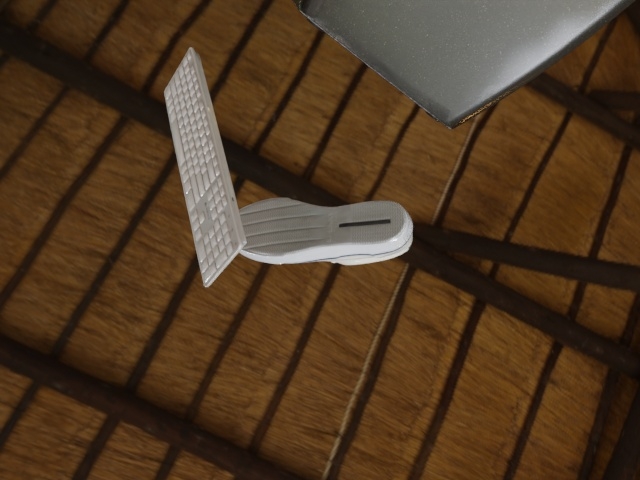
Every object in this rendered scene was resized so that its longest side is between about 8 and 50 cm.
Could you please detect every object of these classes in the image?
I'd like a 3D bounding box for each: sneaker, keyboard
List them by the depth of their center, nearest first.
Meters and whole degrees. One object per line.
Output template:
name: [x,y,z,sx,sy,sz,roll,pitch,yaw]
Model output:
keyboard: [-0.121,-0.080,0.673,0.072,0.014,0.256,-41,-127,34]
sneaker: [0.000,0.000,0.917,0.258,0.091,0.094,2,-114,18]

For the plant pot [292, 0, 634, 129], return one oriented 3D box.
plant pot: [0.078,-0.188,0.446,0.167,0.188,0.187,-50,-160,16]
